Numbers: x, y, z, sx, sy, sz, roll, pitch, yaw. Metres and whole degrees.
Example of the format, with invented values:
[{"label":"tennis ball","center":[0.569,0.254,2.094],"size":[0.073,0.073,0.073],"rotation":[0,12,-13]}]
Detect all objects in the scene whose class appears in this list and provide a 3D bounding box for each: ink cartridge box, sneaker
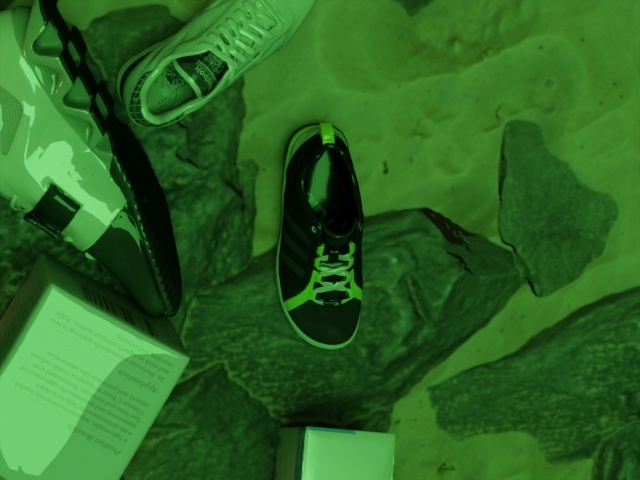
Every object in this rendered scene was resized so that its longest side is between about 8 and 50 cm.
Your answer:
[{"label":"ink cartridge box","center":[0.009,0.230,1.834],"size":[0.092,0.143,0.090],"rotation":[6,83,-13]},{"label":"sneaker","center":[-0.085,-0.186,1.738],"size":[0.235,0.095,0.090],"rotation":[-42,106,-2]},{"label":"sneaker","center":[0.000,0.000,1.795],"size":[0.084,0.097,0.234],"rotation":[-8,104,-10]},{"label":"sneaker","center":[-0.242,-0.060,1.732],"size":[0.146,0.122,0.330],"rotation":[-24,106,10]}]

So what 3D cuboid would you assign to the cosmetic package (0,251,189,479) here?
[{"label":"cosmetic package","center":[-0.239,0.135,1.745],"size":[0.151,0.151,0.183],"rotation":[31,94,-16]}]
